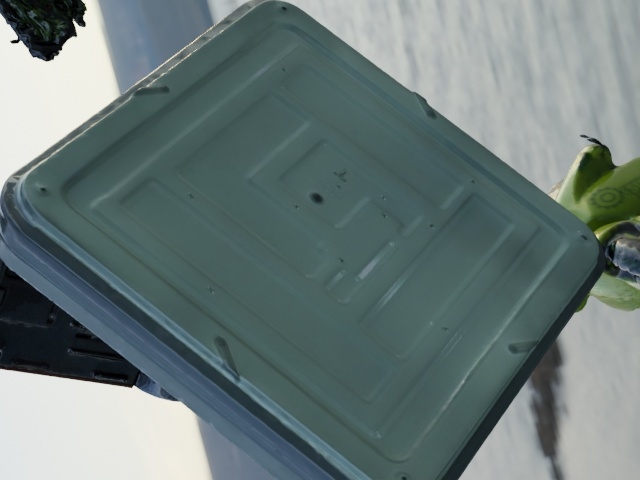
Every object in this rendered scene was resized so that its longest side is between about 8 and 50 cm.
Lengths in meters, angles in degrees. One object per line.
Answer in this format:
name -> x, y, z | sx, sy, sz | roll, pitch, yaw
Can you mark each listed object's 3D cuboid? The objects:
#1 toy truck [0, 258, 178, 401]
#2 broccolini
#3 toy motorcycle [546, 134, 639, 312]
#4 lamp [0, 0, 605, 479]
toy truck -> -0.184, 0.038, 1.079 | 0.114, 0.253, 0.107 | 27, 99, 47
broccolini -> -0.263, -0.132, 0.968 | 0.123, 0.271, 0.062 | 50, 154, 9
toy motorcycle -> 0.294, 0.003, 1.170 | 0.206, 0.342, 0.142 | 30, 112, 41
lamp -> 0.000, 0.000, 0.815 | 0.269, 0.266, 0.047 | 37, 135, 7
